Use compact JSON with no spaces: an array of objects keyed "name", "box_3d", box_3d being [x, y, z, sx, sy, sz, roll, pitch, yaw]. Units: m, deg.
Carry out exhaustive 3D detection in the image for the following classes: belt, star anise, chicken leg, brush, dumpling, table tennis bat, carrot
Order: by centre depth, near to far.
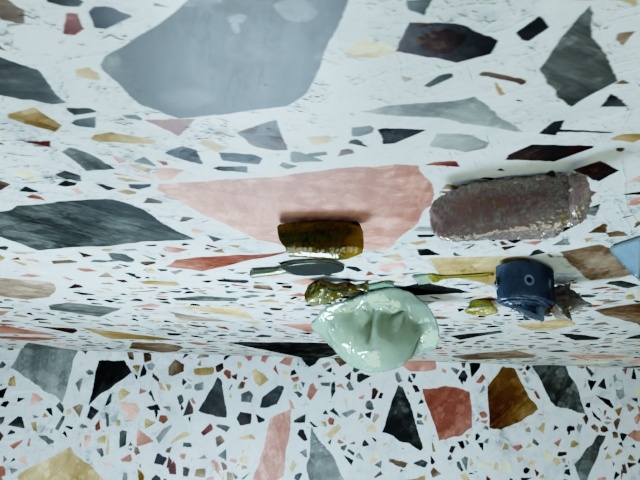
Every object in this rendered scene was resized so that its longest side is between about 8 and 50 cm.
[{"name":"carrot","box_3d":[0.000,0.000,1.469,0.173,0.082,0.082,-4,164,6]},{"name":"belt","box_3d":[0.499,0.126,1.787,0.122,0.128,0.218,-10,162,33]},{"name":"table tennis bat","box_3d":[-0.061,0.075,1.853,0.246,0.022,0.138,-6,163,20]},{"name":"brush","box_3d":[0.345,0.095,1.911,0.205,0.011,0.083,-5,162,19]},{"name":"star anise","box_3d":[0.596,0.162,1.923,0.182,0.065,0.195,-19,-156,-10]},{"name":"chicken leg","box_3d":[0.044,0.133,1.982,0.178,0.070,0.093,-5,159,-5]},{"name":"dumpling","box_3d":[0.151,0.244,2.152,0.321,0.270,0.212,-19,-162,-20]}]

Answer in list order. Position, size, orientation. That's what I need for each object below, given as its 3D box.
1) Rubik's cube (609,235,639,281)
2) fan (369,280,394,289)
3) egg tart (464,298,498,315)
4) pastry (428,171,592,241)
[{"name":"Rubik's cube","box_3d":[0.766,0.049,1.480,0.228,0.229,0.233,41,-160,-7]},{"name":"fan","box_3d":[0.119,0.131,2.047,0.193,0.016,0.038,-13,159,38]},{"name":"egg tart","box_3d":[0.483,0.201,2.221,0.105,0.039,0.105,1,165,0]},{"name":"pastry","box_3d":[0.319,-0.051,1.231,0.265,0.103,0.112,-5,170,29]}]
